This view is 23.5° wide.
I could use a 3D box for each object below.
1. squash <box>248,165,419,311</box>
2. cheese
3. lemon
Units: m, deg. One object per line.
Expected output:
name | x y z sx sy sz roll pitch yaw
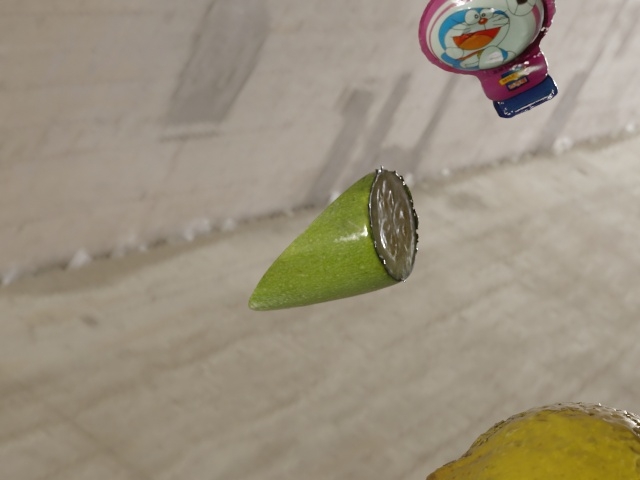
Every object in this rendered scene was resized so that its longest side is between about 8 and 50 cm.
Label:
squash | 0.000 0.000 2.308 0.189 0.260 0.189 28 -122 -56
cheese | 0.193 -0.218 1.695 0.155 0.062 0.244 -24 -42 12
lemon | 0.217 0.263 1.179 0.258 0.310 0.258 -53 -14 -19
